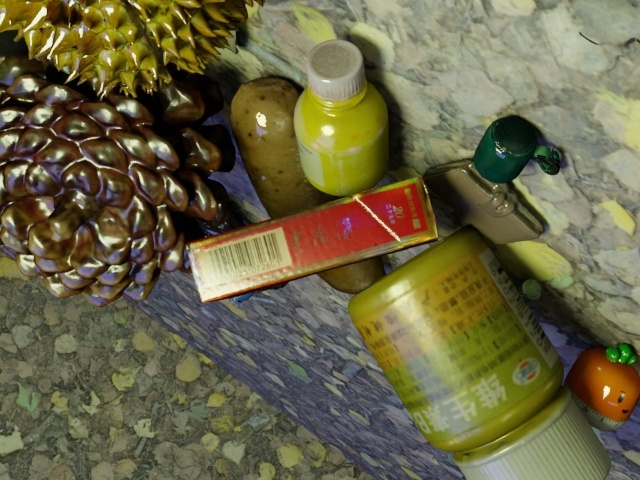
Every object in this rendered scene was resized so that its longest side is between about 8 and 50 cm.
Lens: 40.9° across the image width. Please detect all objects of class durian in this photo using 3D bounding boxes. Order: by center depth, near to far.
[{"bbox_3d":[-0.183,-0.327,0.755,0.347,0.347,0.384,29,158,19],"label":"durian"}]

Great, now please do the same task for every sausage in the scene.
[{"bbox_3d":[-0.018,-0.062,1.358,0.136,0.123,0.501,-11,140,16],"label":"sausage"}]

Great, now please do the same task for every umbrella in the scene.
[{"bbox_3d":[0.288,0.102,1.327,0.046,0.050,0.188,17,161,-9],"label":"umbrella"},{"bbox_3d":[-0.189,-0.030,1.737,0.340,0.118,0.118,44,158,-3],"label":"umbrella"}]

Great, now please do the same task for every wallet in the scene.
[{"bbox_3d":[0.216,-0.051,1.133,0.153,0.039,0.118,41,163,-18],"label":"wallet"}]

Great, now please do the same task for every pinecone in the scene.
[{"bbox_3d":[-0.301,-0.123,1.245,0.398,0.398,0.398,31,158,14],"label":"pinecone"}]

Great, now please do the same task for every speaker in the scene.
[{"bbox_3d":[0.231,-0.104,0.995,0.094,0.060,0.075,1,158,-6],"label":"speaker"}]

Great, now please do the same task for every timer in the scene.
[{"bbox_3d":[0.423,0.206,1.261,0.099,0.136,0.136,25,163,-20],"label":"timer"}]

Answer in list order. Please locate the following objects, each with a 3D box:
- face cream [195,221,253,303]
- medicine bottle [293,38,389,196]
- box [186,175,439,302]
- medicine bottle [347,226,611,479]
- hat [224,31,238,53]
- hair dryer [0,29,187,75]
[{"bbox_3d":[-0.257,0.047,1.998,0.264,0.083,0.149,44,158,-20],"label":"face cream"},{"bbox_3d":[0.025,-0.158,1.086,0.122,0.122,0.212,28,157,20],"label":"medicine bottle"},{"bbox_3d":[-0.001,0.000,1.159,0.197,0.313,0.089,15,-120,-82],"label":"box"},{"bbox_3d":[0.224,0.192,1.210,0.384,0.224,0.224,57,158,2],"label":"medicine bottle"},{"bbox_3d":[-0.206,-0.301,1.157,0.173,0.144,0.166,55,166,16],"label":"hat"},{"bbox_3d":[-0.381,-0.329,1.383,0.352,0.189,0.107,14,163,-4],"label":"hair dryer"}]
